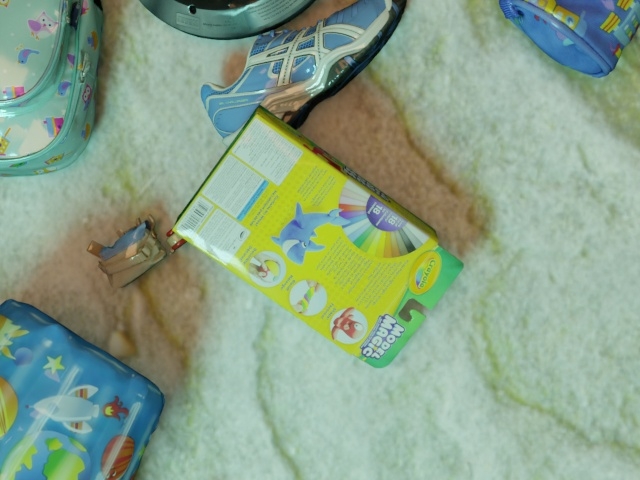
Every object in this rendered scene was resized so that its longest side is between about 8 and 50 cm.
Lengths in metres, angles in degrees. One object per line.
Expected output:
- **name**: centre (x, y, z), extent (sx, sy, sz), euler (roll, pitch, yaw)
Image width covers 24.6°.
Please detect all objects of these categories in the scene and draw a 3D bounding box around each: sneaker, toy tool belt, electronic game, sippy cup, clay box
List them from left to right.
- **sippy cup**: centre (-0.254, 0.181, 1.238), extent (0.240, 0.305, 0.224), euler (23, 77, 37)
- **toy tool belt**: centre (-0.164, 0.002, 1.314), extent (0.083, 0.052, 0.051), euler (-36, 90, 3)
- **electronic game**: centre (-0.080, -0.294, 1.324), extent (0.229, 0.048, 0.229), euler (-2, 82, 15)
- **sneaker**: centre (-0.015, -0.161, 1.290), extent (0.211, 0.080, 0.081), euler (-40, 85, 2)
- **clay box**: centre (0.000, 0.000, 1.262), extent (0.222, 0.053, 0.127), euler (36, 102, -8)

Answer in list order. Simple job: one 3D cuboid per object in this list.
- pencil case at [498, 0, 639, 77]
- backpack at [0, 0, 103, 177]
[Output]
- **pencil case**: centre (0.262, -0.294, 1.240), extent (0.133, 0.119, 0.306), euler (30, 90, -8)
- **backpack**: centre (-0.280, -0.152, 1.297), extent (0.166, 0.144, 0.188), euler (2, 89, 3)
